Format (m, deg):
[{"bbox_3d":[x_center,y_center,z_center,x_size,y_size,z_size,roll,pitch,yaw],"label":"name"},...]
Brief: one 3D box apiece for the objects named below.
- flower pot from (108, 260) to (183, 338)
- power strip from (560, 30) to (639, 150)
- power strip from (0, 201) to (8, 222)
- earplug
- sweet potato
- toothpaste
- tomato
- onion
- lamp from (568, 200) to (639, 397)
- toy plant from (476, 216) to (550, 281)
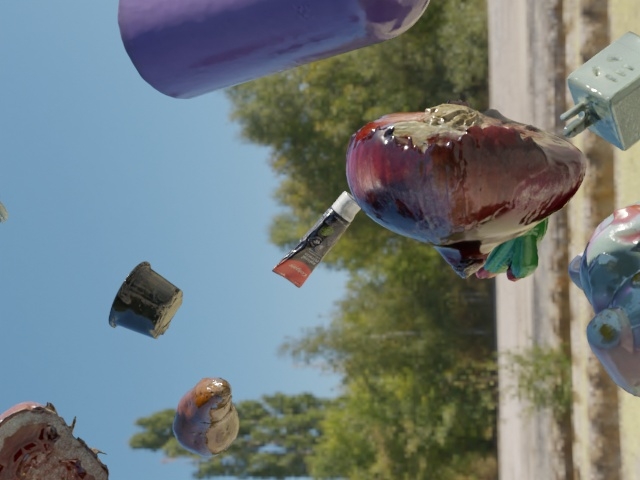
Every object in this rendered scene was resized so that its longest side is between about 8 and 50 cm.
[{"bbox_3d":[-0.362,0.134,2.005,0.157,0.106,0.157,-63,-8,-16],"label":"flower pot"},{"bbox_3d":[0.564,-0.270,1.807,0.140,0.224,0.139,48,173,49],"label":"power strip"},{"bbox_3d":[-0.556,-0.055,1.599,0.035,0.055,0.083,-47,-13,-28],"label":"power strip"},{"bbox_3d":[-0.050,-0.325,1.270,0.215,0.455,0.215,4,-95,-51],"label":"earplug"},{"bbox_3d":[-0.193,0.309,1.595,0.359,0.112,0.112,91,-179,-64],"label":"sweet potato"},{"bbox_3d":[0.000,0.000,1.683,0.071,0.193,0.045,36,-170,-33],"label":"toothpaste"},{"bbox_3d":[-0.461,0.365,1.528,0.214,0.180,0.155,55,154,-12],"label":"tomato"},{"bbox_3d":[0.160,-0.058,1.078,0.272,0.271,0.195,-59,-26,-75],"label":"onion"},{"bbox_3d":[0.467,0.080,1.255,0.247,0.247,0.301,47,-151,-21],"label":"lamp"},{"bbox_3d":[0.270,-0.017,1.397,0.240,0.088,0.155,180,89,-82],"label":"toy plant"}]
